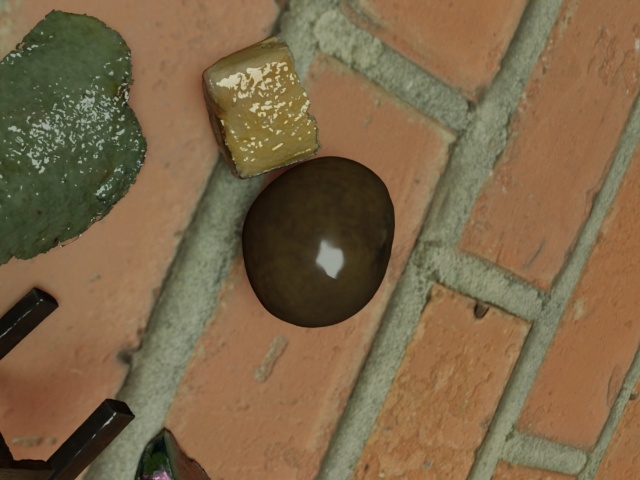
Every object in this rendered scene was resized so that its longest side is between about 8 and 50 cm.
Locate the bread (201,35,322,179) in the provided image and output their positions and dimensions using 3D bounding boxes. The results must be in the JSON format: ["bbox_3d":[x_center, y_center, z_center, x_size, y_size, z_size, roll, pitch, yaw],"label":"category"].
[{"bbox_3d":[-0.066,-0.139,0.509,0.105,0.082,0.125,-20,119,-8],"label":"bread"}]

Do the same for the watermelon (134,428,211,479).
[{"bbox_3d":[-0.178,0.304,0.573,0.101,0.080,0.155,-10,112,15],"label":"watermelon"}]

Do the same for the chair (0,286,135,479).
[{"bbox_3d":[-0.388,0.201,0.326,0.416,0.203,0.241,-47,153,-9],"label":"chair"}]

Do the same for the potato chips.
[{"bbox_3d":[-0.245,-0.096,0.440,0.167,0.059,0.229,-10,106,-38],"label":"potato chips"}]

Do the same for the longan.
[{"bbox_3d":[0.000,0.000,0.523,0.167,0.167,0.187,41,83,-26],"label":"longan"}]
